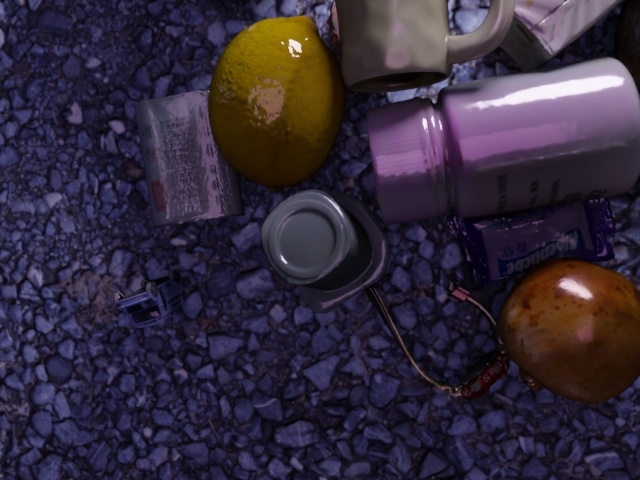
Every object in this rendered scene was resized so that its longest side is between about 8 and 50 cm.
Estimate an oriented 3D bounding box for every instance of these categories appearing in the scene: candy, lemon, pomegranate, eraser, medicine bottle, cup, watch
[{"bbox_3d":[0.365,-0.007,1.029,0.275,0.070,0.145,-14,99,4],"label":"candy"},{"bbox_3d":[-0.072,-0.222,0.988,0.235,0.236,0.263,-4,78,8],"label":"lemon"},{"bbox_3d":[0.405,0.145,0.959,0.248,0.248,0.248,1,95,7],"label":"pomegranate"},{"bbox_3d":[-0.237,-0.146,1.090,0.174,0.081,0.227,-8,93,4],"label":"eraser"},{"bbox_3d":[0.277,-0.148,0.951,0.388,0.219,0.219,-10,94,8],"label":"medicine bottle"},{"bbox_3d":[0.136,-0.343,0.885,0.255,0.173,0.202,0,96,51],"label":"cup"},{"bbox_3d":[0.214,0.152,1.060,0.164,0.102,0.268,-35,81,2],"label":"watch"}]

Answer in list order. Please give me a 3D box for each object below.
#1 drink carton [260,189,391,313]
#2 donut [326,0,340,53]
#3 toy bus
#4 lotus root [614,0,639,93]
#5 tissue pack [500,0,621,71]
[{"bbox_3d":[0.000,0.000,1.004,0.191,0.189,0.185,-31,71,9],"label":"drink carton"},{"bbox_3d":[0.070,-0.363,1.038,0.117,0.065,0.166,-26,90,7],"label":"donut"},{"bbox_3d":[-0.300,0.106,1.076,0.073,0.167,0.076,-18,96,9],"label":"toy bus"},{"bbox_3d":[0.585,-0.367,0.920,0.349,0.175,0.175,-44,88,9],"label":"lotus root"},{"bbox_3d":[0.393,-0.388,0.934,0.225,0.185,0.124,-41,92,9],"label":"tissue pack"}]
